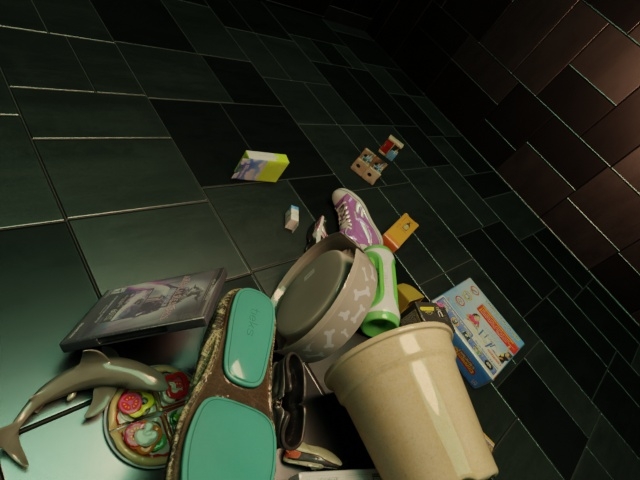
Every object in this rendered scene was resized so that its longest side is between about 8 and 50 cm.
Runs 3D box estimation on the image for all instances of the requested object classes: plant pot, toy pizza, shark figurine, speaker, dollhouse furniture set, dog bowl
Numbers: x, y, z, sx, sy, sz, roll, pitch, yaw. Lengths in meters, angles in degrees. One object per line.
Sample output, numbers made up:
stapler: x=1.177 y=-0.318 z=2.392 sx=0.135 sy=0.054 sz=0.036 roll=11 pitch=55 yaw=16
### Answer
plant pot: x=0.213 y=0.401 z=0.906 sx=0.334 sy=0.333 sz=0.305 roll=6 pitch=45 yaw=-33
toy pizza: x=-0.319 y=0.341 z=0.811 sx=0.202 sy=0.032 sz=0.201 roll=21 pitch=43 yaw=-21
shark figurine: x=-0.441 y=0.252 z=0.731 sx=0.279 sy=0.116 sz=0.166 roll=-18 pitch=50 yaw=-40
speaker: x=0.183 y=0.153 z=1.292 sx=0.131 sy=0.131 sz=0.296 roll=24 pitch=42 yaw=-18
dollhouse furniture set: x=0.246 y=-0.370 z=1.784 sx=0.129 sy=0.183 sz=0.129 roll=38 pitch=40 yaw=-2
dog bowl: x=-0.002 y=0.144 z=1.012 sx=0.102 sy=0.349 sz=0.348 roll=40 pitch=38 yaw=-20
plant pot: x=0.280 y=0.192 z=1.371 sx=0.082 sy=0.081 sz=0.083 roll=-7 pitch=48 yaw=-41

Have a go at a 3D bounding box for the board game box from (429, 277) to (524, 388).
board game box: x=0.537 y=0.313 z=1.444 sx=0.302 sy=0.086 sz=0.308 roll=-16 pitch=64 yaw=-45

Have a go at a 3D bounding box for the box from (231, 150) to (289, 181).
box: x=-0.209 y=-0.251 z=1.387 sx=0.179 sy=0.109 sz=0.042 roll=-2 pitch=59 yaw=-39

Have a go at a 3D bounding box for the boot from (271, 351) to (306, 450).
boot: x=-0.125 y=0.275 z=0.857 sx=0.118 sy=0.223 sz=0.337 roll=26 pitch=41 yaw=-45

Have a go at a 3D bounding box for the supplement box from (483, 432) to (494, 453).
supplement box: x=0.450 y=0.592 z=1.150 sx=0.055 sy=0.043 sz=0.083 roll=47 pitch=40 yaw=9

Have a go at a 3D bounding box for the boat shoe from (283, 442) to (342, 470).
boat shoe: x=-0.017 y=0.484 z=0.901 sx=0.137 sy=0.049 sz=0.043 roll=27 pitch=84 yaw=-18

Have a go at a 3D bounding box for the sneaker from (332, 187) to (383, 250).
sneaker: x=0.098 y=-0.070 z=1.461 sx=0.161 sy=0.102 sz=0.282 roll=-17 pitch=64 yaw=-41

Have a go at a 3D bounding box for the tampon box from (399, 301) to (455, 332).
tampon box: x=0.302 y=0.270 z=1.247 sx=0.121 sy=0.161 sz=0.101 roll=7 pitch=49 yaw=-33

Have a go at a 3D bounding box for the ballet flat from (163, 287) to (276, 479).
ballet flat: x=-0.162 y=0.283 z=0.676 sx=0.164 sy=0.182 sz=0.482 roll=30 pitch=26 yaw=-20

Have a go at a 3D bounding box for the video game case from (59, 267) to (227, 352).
video game case: x=-0.340 y=0.132 z=0.818 sx=0.275 sy=0.026 sz=0.196 roll=-12 pitch=23 yaw=4

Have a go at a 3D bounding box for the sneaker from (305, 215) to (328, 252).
sneaker: x=0.000 y=0.000 z=1.357 sx=0.077 sy=0.072 sz=0.178 roll=34 pitch=47 yaw=-25

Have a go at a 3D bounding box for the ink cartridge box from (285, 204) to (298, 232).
ink cartridge box: x=-0.096 y=-0.071 z=1.351 sx=0.028 sy=0.048 sz=0.083 roll=19 pitch=43 yaw=-22

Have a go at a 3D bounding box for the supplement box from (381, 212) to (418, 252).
supplement box: x=0.298 y=-0.023 z=1.584 sx=0.078 sy=0.080 sz=0.233 roll=46 pitch=42 yaw=6

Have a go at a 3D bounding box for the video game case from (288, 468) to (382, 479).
video game case: x=0.074 y=0.612 z=0.833 sx=0.270 sy=0.061 sz=0.244 roll=14 pitch=44 yaw=-27
